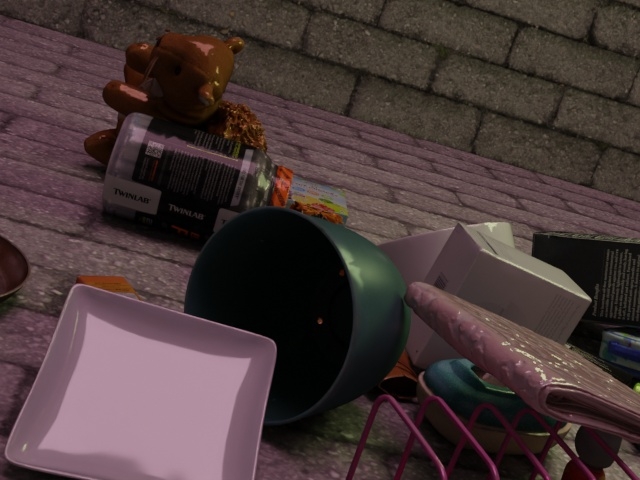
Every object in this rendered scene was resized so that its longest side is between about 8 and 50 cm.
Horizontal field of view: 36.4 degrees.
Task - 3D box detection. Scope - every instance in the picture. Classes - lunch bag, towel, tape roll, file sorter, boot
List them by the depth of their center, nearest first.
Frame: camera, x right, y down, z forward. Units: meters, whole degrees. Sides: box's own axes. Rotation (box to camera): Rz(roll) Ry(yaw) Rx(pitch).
[{"bbox_3d":[0.198,0.303,1.146,0.291,0.182,0.202,10,20,-25],"label":"file sorter"},{"bbox_3d":[0.299,0.173,1.267,0.317,0.053,0.332,24,6,-28],"label":"towel"},{"bbox_3d":[0.061,0.187,1.542,0.197,0.073,0.152,6,25,-26],"label":"boot"},{"bbox_3d":[0.224,0.043,1.825,0.286,0.100,0.286,-11,-6,-1],"label":"tape roll"},{"bbox_3d":[0.666,0.229,1.907,0.176,0.090,0.219,4,6,-35],"label":"lunch bag"}]

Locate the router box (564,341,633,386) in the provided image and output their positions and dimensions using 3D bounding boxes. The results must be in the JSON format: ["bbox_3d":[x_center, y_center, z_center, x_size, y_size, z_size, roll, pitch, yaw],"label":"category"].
[{"bbox_3d":[0.481,0.244,1.823,0.179,0.046,0.133,28,20,26],"label":"router box"}]

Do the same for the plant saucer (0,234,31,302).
[{"bbox_3d":[-0.577,0.033,1.398,0.311,0.050,0.310,16,18,-5],"label":"plant saucer"}]

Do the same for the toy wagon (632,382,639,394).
[{"bbox_3d":[0.670,0.333,1.712,0.267,0.068,0.344,26,19,20],"label":"toy wagon"}]

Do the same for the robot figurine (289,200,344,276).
[{"bbox_3d":[0.000,0.000,2.002,0.211,0.085,0.291,17,17,-17],"label":"robot figurine"}]

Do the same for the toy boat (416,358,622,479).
[{"bbox_3d":[0.310,0.261,1.439,0.267,0.148,0.318,6,21,-34],"label":"toy boat"}]

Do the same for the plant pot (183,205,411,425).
[{"bbox_3d":[-0.007,0.107,1.388,0.293,0.293,0.235,31,14,34],"label":"plant pot"}]

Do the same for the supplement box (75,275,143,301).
[{"bbox_3d":[-0.275,0.132,1.358,0.080,0.078,0.233,4,22,-38],"label":"supplement box"}]

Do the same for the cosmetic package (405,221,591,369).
[{"bbox_3d":[0.285,0.126,1.633,0.225,0.224,0.138,24,15,-17],"label":"cosmetic package"}]

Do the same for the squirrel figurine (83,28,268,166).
[{"bbox_3d":[-0.257,-0.276,2.080,0.397,0.370,0.281,37,51,-15],"label":"squirrel figurine"}]

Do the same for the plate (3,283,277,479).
[{"bbox_3d":[-0.204,0.195,1.172,0.278,0.045,0.277,16,41,-7],"label":"plate"}]

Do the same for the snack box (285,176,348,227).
[{"bbox_3d":[-0.031,-0.082,2.243,0.174,0.070,0.207,16,16,-7],"label":"snack box"}]

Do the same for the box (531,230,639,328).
[{"bbox_3d":[0.614,0.079,2.057,0.294,0.182,0.296,7,3,24],"label":"box"}]

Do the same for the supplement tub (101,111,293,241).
[{"bbox_3d":[-0.236,-0.107,1.892,0.338,0.207,0.207,16,18,-6],"label":"supplement tub"}]
